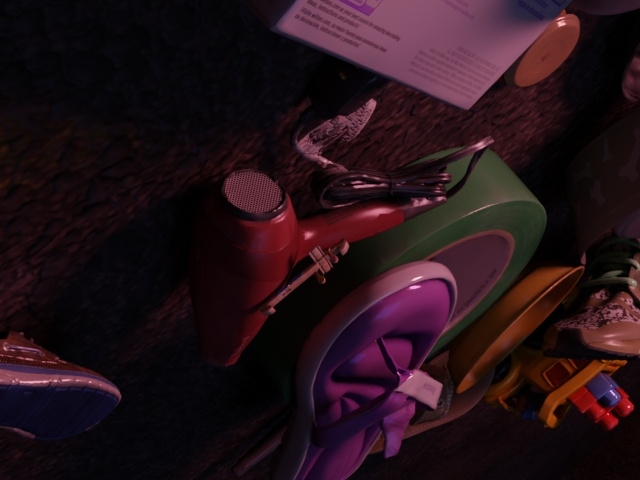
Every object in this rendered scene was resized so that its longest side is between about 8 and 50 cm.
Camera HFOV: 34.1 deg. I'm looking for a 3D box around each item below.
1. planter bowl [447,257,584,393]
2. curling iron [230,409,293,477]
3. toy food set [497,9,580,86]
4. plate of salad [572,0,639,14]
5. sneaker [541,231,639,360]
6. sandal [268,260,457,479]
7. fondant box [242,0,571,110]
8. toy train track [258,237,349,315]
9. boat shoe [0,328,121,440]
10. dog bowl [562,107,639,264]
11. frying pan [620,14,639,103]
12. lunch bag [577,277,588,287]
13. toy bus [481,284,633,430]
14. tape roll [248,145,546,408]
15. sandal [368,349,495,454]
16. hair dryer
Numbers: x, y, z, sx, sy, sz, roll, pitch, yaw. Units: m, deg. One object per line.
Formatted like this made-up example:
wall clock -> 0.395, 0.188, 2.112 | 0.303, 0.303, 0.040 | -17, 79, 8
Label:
planter bowl -> 0.211, 0.079, 1.263 | 0.217, 0.090, 0.217 | -39, 162, -15
curling iron -> -0.003, 0.189, 1.254 | 0.274, 0.035, 0.068 | -40, 152, 4
toy food set -> 0.187, -0.164, 0.896 | 0.082, 0.020, 0.083 | -48, 154, 24
plate of salad -> 0.243, -0.224, 0.680 | 0.048, 0.200, 0.200 | 33, 113, -25
sneaker -> 0.400, 0.041, 1.390 | 0.158, 0.182, 0.410 | -7, -170, 38
sandal -> 0.056, 0.162, 1.014 | 0.169, 0.102, 0.416 | -25, 153, -26
fondant box -> 0.117, -0.238, 0.578 | 0.330, 0.096, 0.238 | -46, 155, 20
toy train track -> -0.010, 0.030, 0.786 | 0.083, 0.014, 0.048 | -39, 155, -2
boat shoe -> -0.219, 0.097, 0.755 | 0.066, 0.066, 0.183 | -45, 149, 12
dog bowl -> 0.432, -0.091, 1.167 | 0.349, 0.102, 0.349 | -20, 163, -6
frying pan -> 0.425, -0.242, 1.009 | 0.326, 0.053, 0.197 | -31, 155, -1
lunch bag -> 0.468, 0.083, 1.629 | 0.129, 0.096, 0.151 | -32, 165, -11
toy bus -> 0.344, 0.202, 1.535 | 0.220, 0.211, 0.149 | -42, 157, 14
tape roll -> 0.079, 0.044, 1.055 | 0.321, 0.077, 0.321 | -29, 154, -16
sandal -> 0.138, 0.219, 1.434 | 0.240, 0.088, 0.079 | -33, 162, 2
hair dryer -> 0.000, 0.000, 0.821 | 0.293, 0.080, 0.224 | -42, 140, 16
